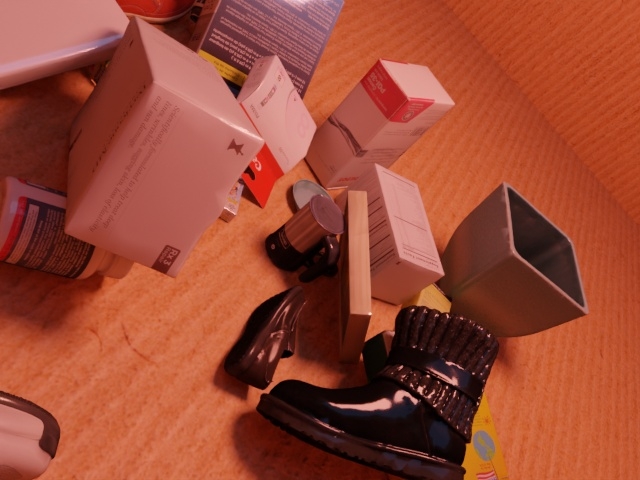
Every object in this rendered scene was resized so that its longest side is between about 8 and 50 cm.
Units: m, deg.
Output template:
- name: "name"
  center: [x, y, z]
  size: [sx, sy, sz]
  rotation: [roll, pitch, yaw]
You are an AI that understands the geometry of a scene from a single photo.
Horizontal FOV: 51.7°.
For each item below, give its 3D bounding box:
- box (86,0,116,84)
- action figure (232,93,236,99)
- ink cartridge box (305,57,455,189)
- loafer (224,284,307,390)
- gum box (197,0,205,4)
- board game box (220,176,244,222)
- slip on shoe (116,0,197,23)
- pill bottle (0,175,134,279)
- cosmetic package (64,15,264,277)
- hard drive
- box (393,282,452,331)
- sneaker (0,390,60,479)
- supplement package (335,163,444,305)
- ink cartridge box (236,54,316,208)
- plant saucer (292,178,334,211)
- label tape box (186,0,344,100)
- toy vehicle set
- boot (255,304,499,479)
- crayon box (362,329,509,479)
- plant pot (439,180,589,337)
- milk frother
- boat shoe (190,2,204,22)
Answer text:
- name: "box"
  center: [-0.381, -0.361, 1.143]
  size: [0.043, 0.105, 0.179]
  rotation: [-6, 64, -49]
- name: "action figure"
  center: [-0.207, -0.208, 1.196]
  size: [0.137, 0.063, 0.232]
  rotation: [36, 37, -25]
- name: "ink cartridge box"
  center: [0.121, -0.247, 1.442]
  size: [0.207, 0.283, 0.117]
  rotation: [-12, 64, -52]
- name: "loafer"
  center: [-0.076, 0.155, 1.049]
  size: [0.078, 0.080, 0.220]
  rotation: [53, 39, -14]
- name: "gum box"
  center: [-0.306, -0.643, 1.537]
  size: [0.184, 0.041, 0.157]
  rotation: [40, 36, -14]
- name: "board game box"
  center: [-0.211, -0.111, 1.172]
  size: [0.154, 0.026, 0.103]
  rotation: [32, 39, -24]
- name: "slip on shoe"
  center: [-0.355, -0.506, 1.309]
  size: [0.123, 0.101, 0.331]
  rotation: [54, 34, 7]
- name: "pill bottle"
  center: [-0.338, -0.007, 0.868]
  size: [0.180, 0.108, 0.108]
  rotation: [19, 45, -37]
- name: "cosmetic package"
  center: [-0.230, -0.147, 0.908]
  size: [0.156, 0.217, 0.385]
  rotation: [28, 14, -28]
- name: "hard drive"
  center: [-0.480, -0.335, 0.972]
  size: [0.353, 0.047, 0.233]
  rotation: [-31, 81, -37]
- name: "box"
  center: [0.205, 0.173, 1.348]
  size: [0.087, 0.058, 0.232]
  rotation: [43, 35, -10]
- name: "sneaker"
  center: [-0.443, 0.245, 0.512]
  size: [0.447, 0.169, 0.258]
  rotation: [10, 60, -33]
- name: "supplement package"
  center: [0.138, -0.012, 1.374]
  size: [0.139, 0.134, 0.244]
  rotation: [21, 44, -35]
- name: "ink cartridge box"
  center: [-0.094, -0.208, 1.262]
  size: [0.189, 0.066, 0.232]
  rotation: [58, 34, -41]
- name: "plant saucer"
  center: [-0.015, -0.072, 1.358]
  size: [0.119, 0.021, 0.119]
  rotation: [30, 40, -28]
- name: "label tape box"
  center: [-0.134, -0.398, 1.369]
  size: [0.249, 0.348, 0.115]
  rotation: [23, 2, -32]
- name: "toy vehicle set"
  center: [0.058, 0.064, 1.186]
  size: [0.035, 0.166, 0.267]
  rotation: [4, 52, -4]
- name: "boot"
  center: [0.095, 0.210, 1.013]
  size: [0.348, 0.131, 0.260]
  rotation: [23, 69, -13]
- name: "crayon box"
  center: [0.200, 0.317, 1.139]
  size: [0.202, 0.081, 0.319]
  rotation: [5, 62, -32]
- name: "plant pot"
  center: [0.406, 0.076, 1.489]
  size: [0.248, 0.252, 0.247]
  rotation: [36, 37, -20]
- name: "milk frother"
  center: [0.000, 0.000, 1.211]
  size: [0.143, 0.134, 0.129]
  rotation: [-21, 76, -54]
- name: "boat shoe"
  center: [-0.190, -0.427, 1.439]
  size: [0.227, 0.069, 0.081]
  rotation: [31, -4, -24]
